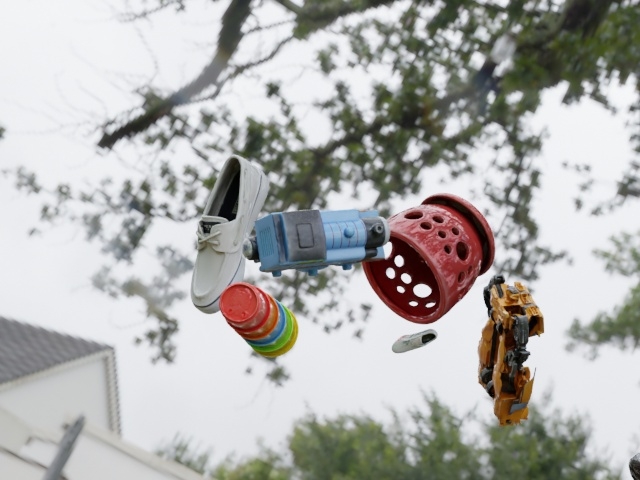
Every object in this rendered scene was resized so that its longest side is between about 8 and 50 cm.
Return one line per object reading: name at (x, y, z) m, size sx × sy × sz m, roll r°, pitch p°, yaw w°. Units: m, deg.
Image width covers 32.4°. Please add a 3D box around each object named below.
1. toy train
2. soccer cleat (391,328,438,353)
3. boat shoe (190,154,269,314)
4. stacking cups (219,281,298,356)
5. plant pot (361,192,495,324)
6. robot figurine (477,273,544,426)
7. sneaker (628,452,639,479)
toy train at (0.000, 0.000, 1.327) m, size 0.184 × 0.080 × 0.105 m, roll -4°, pitch -6°, yaw -27°
soccer cleat at (0.161, 0.172, 1.878) m, size 0.035 × 0.083 × 0.029 m, roll -114°, pitch -175°, yaw -85°
boat shoe at (-0.163, -0.014, 1.823) m, size 0.096 × 0.267 × 0.088 m, roll 12°, pitch -17°, yaw 35°
stacking cups at (-0.100, 0.117, 1.770) m, size 0.096 × 0.096 × 0.316 m, roll 23°, pitch -11°, yaw 12°
plant pot at (0.192, 0.024, 1.907) m, size 0.191 × 0.174 × 0.191 m, roll 29°, pitch -43°, yaw 31°
robot figurine at (0.369, 0.208, 2.157) m, size 0.085 × 0.211 × 0.291 m, roll -5°, pitch -55°, yaw -11°
sneaker at (0.619, 0.355, 1.652) m, size 0.281 × 0.162 × 0.106 m, roll 19°, pitch -41°, yaw 44°
